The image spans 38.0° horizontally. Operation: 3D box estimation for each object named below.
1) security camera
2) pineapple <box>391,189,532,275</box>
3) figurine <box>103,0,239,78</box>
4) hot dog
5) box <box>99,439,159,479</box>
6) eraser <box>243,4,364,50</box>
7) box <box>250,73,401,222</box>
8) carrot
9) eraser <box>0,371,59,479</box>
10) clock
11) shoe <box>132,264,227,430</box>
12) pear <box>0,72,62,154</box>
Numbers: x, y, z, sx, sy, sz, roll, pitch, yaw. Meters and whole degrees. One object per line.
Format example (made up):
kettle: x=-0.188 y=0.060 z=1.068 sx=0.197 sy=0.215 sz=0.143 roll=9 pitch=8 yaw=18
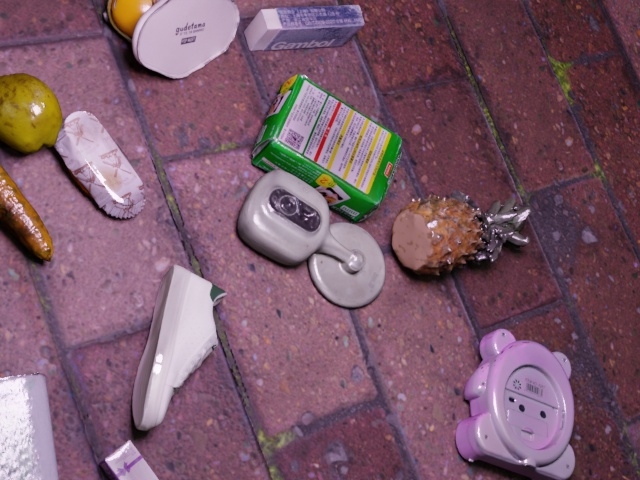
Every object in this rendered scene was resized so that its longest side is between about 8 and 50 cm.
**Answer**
security camera: x=0.000 y=0.000 z=1.608 sx=0.301 sy=0.080 sz=0.157 roll=33 pitch=58 yaw=-18
pineapple: x=0.272 y=-0.027 z=1.739 sx=0.310 sy=0.141 sz=0.170 roll=-9 pitch=51 yaw=-39
figurine: x=-0.270 y=-0.382 z=1.602 sx=0.141 sy=0.167 sz=0.250 roll=29 pitch=23 yaw=25
hot dog: x=-0.348 y=-0.118 z=1.472 sx=0.099 sy=0.053 sz=0.192 roll=-42 pitch=97 yaw=-33
box: x=-0.266 y=0.352 z=1.345 sx=0.050 sy=0.036 sz=0.117 roll=-35 pitch=91 yaw=-34
eraser: x=-0.029 y=-0.396 z=1.732 sx=0.212 sy=0.092 sz=0.046 roll=-11 pitch=78 yaw=-30
box: x=0.015 y=-0.165 z=1.661 sx=0.250 sy=0.103 sz=0.180 roll=31 pitch=59 yaw=-14
carrot: x=-0.493 y=-0.097 z=1.377 sx=0.066 sy=0.066 sz=0.314 roll=-40 pitch=95 yaw=-34
eraser: x=-0.439 y=0.302 z=1.242 sx=0.174 sy=0.081 sz=0.227 roll=-3 pitch=72 yaw=-30
clock: x=0.365 y=0.300 z=1.686 sx=0.227 sy=0.090 sz=0.248 roll=23 pitch=60 yaw=-20
shoe: x=-0.208 y=0.167 z=1.415 sx=0.110 sy=0.095 sz=0.265 roll=19 pitch=61 yaw=-22
pear: x=-0.450 y=-0.196 z=1.413 sx=0.107 sy=0.107 sz=0.131 roll=-19 pitch=84 yaw=-33
